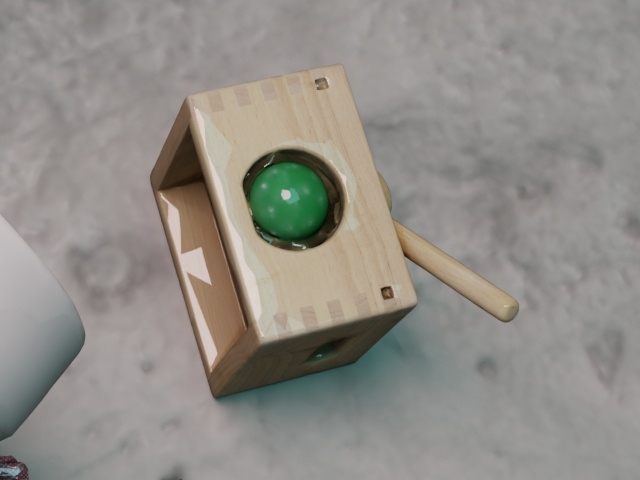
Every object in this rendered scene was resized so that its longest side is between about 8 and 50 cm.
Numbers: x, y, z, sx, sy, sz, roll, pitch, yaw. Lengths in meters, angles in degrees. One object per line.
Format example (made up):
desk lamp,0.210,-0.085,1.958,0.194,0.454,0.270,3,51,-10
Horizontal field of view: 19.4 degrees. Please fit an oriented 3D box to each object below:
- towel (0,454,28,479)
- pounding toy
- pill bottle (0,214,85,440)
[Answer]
towel,-0.228,0.248,0.731,0.237,0.037,0.329,-1,74,-13
pounding toy,0.000,0.000,0.804,0.100,0.141,0.130,-13,77,-17
pill bottle,-0.266,0.133,0.581,0.229,0.229,0.408,38,73,0
